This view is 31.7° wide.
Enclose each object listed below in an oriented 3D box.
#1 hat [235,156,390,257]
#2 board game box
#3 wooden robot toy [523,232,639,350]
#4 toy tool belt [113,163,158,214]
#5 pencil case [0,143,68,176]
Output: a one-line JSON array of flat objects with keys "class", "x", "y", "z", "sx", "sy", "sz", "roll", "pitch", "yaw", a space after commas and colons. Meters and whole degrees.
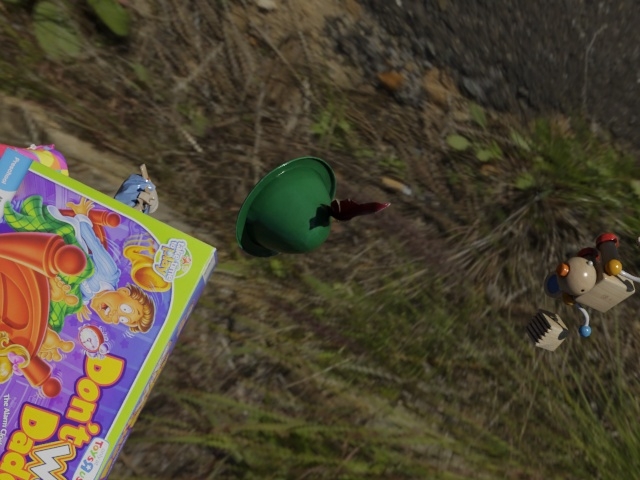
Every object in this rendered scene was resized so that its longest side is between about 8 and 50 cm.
[{"class": "hat", "x": 0.000, "y": 0.000, "z": 1.545, "sx": 0.173, "sy": 0.208, "sz": 0.183, "roll": -42, "pitch": 59, "yaw": -5}, {"class": "board game box", "x": -0.282, "y": 0.116, "z": 1.107, "sx": 0.233, "sy": 0.078, "sz": 0.347, "roll": 25, "pitch": 78, "yaw": 2}, {"class": "wooden robot toy", "x": 0.243, "y": 0.034, "z": 1.059, "sx": 0.173, "sy": 0.079, "sz": 0.076, "roll": -43, "pitch": 43, "yaw": 37}, {"class": "toy tool belt", "x": -0.211, "y": -0.043, "z": 1.260, "sx": 0.052, "sy": 0.083, "sz": 0.051, "roll": 13, "pitch": 137, "yaw": 7}, {"class": "pencil case", "x": -0.480, "y": -0.100, "z": 1.679, "sx": 0.104, "sy": 0.236, "sz": 0.104, "roll": 1, "pitch": 92, "yaw": 26}]
